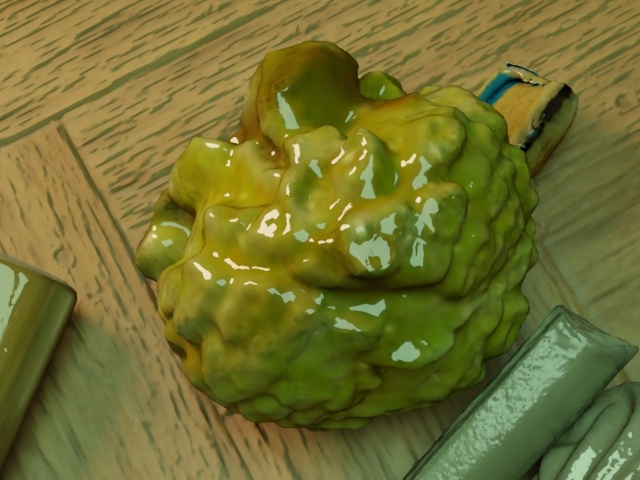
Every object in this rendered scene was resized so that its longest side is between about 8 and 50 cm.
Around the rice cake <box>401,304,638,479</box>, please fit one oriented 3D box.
[{"bbox_3d":[0.089,0.144,0.833,0.057,0.052,0.256,42,93,17],"label":"rice cake"}]

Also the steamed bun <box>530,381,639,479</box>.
[{"bbox_3d":[0.212,0.169,0.823,0.183,0.106,0.183,0,72,0],"label":"steamed bun"}]

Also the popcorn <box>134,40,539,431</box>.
[{"bbox_3d":[0.000,0.000,0.838,0.251,0.206,0.237,19,94,27],"label":"popcorn"}]

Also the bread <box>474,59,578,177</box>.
[{"bbox_3d":[0.126,-0.069,0.930,0.072,0.053,0.106,30,72,34],"label":"bread"}]

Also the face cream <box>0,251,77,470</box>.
[{"bbox_3d":[-0.273,0.136,0.865,0.139,0.067,0.285,19,74,10],"label":"face cream"}]
